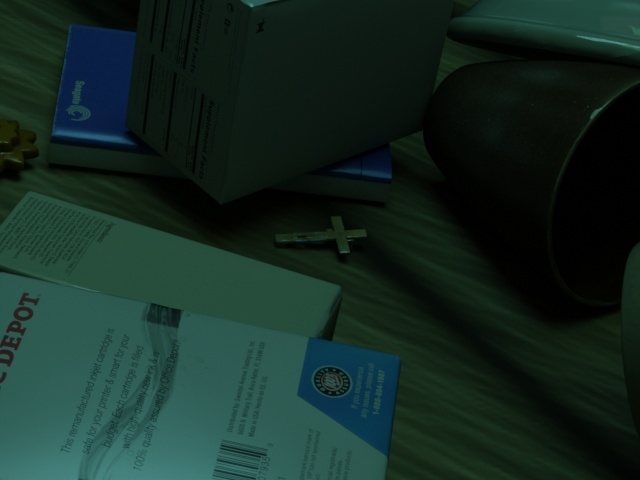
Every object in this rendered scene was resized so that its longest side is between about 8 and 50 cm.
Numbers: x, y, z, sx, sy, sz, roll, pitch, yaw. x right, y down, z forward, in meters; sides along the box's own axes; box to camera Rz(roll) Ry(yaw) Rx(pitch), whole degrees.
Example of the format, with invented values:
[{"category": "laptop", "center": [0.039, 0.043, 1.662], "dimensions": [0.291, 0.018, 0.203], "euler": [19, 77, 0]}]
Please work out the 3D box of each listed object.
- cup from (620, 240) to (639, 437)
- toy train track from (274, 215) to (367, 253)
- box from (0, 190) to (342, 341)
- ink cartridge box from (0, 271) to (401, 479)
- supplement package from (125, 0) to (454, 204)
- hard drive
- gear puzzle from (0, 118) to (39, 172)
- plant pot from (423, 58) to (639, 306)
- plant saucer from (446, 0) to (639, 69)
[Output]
[{"category": "cup", "center": [0.369, 0.078, 1.344], "dimensions": [0.237, 0.331, 0.331], "euler": [-6, 30, 23]}, {"category": "toy train track", "center": [0.000, 0.000, 1.560], "dimensions": [0.083, 0.014, 0.048], "euler": [-3, 45, -10]}, {"category": "box", "center": [-0.131, 0.059, 1.371], "dimensions": [0.275, 0.094, 0.113], "euler": [18, 36, 8]}, {"category": "ink cartridge box", "center": [-0.112, 0.161, 1.205], "dimensions": [0.307, 0.129, 0.223], "euler": [12, 36, 0]}, {"category": "supplement package", "center": [-0.023, -0.183, 1.569], "dimensions": [0.262, 0.204, 0.145], "euler": [-21, 47, -37]}, {"category": "hard drive", "center": [-0.095, -0.127, 1.683], "dimensions": [0.318, 0.040, 0.210], "euler": [7, 36, -7]}, {"category": "gear puzzle", "center": [-0.393, -0.057, 1.498], "dimensions": [0.339, 0.044, 0.175], "euler": [-17, 44, -34]}, {"category": "plant pot", "center": [0.209, -0.082, 1.591], "dimensions": [0.215, 0.215, 0.230], "euler": [-17, 31, -34]}, {"category": "plant saucer", "center": [0.329, -0.211, 1.715], "dimensions": [0.400, 0.101, 0.400], "euler": [11, 6, -1]}]
